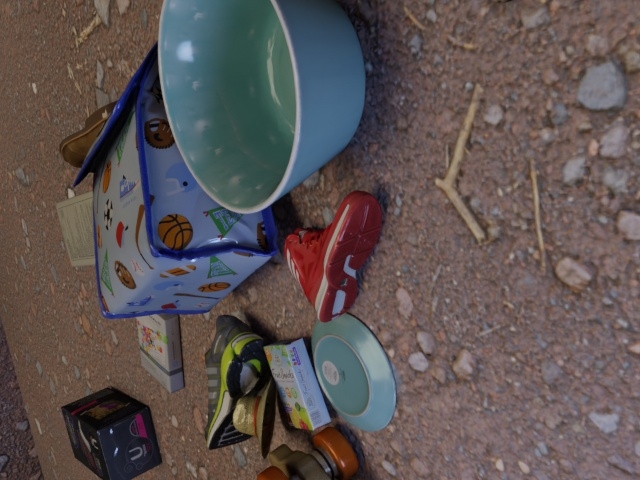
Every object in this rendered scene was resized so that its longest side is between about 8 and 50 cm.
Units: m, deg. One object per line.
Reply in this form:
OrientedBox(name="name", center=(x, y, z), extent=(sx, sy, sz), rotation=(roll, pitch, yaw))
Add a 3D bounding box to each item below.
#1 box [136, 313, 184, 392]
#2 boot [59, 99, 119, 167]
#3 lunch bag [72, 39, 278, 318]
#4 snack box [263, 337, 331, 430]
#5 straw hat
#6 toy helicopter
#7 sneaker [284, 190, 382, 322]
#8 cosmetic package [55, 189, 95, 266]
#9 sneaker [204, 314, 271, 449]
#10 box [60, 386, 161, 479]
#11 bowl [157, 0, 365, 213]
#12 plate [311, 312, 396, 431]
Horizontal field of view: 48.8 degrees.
OrientedBox(name="box", center=(-0.359, 0.225, 1.573), extent=(0.145, 0.038, 0.186), rotation=(27, 124, 45))
OrientedBox(name="boot", center=(-0.458, -0.189, 1.482), extent=(0.305, 0.112, 0.115), rotation=(-18, 100, 52))
OrientedBox(name="lunch bag", center=(-0.252, -0.101, 1.139), extent=(0.328, 0.238, 0.386), rotation=(-35, 60, 54))
OrientedBox(name="snack box", center=(-0.039, 0.231, 1.139), extent=(0.100, 0.037, 0.141), rotation=(-22, 86, 62))
OrientedBox(name="straw hat", center=(-0.115, 0.296, 1.191), extent=(0.061, 0.144, 0.145), rotation=(5, 115, 6))
OrientedBox(name="toy helicopter", center=(-0.024, 0.449, 1.178), extent=(0.235, 0.140, 0.355), rotation=(60, 154, 2))
OrientedBox(name="sneaker", center=(0.000, 0.000, 0.960), extent=(0.128, 0.087, 0.221), rotation=(45, 135, 31))
OrientedBox(name="cosmetic package", center=(-0.462, -0.033, 1.538), extent=(0.309, 0.113, 0.160), rotation=(-4, 101, 54))
OrientedBox(name="sneaker", center=(-0.160, 0.260, 1.283), extent=(0.121, 0.111, 0.300), rotation=(51, 135, 43))
OrientedBox(name="box", center=(-0.553, 0.510, 1.858), extent=(0.270, 0.143, 0.165), rotation=(5, 110, 52))
OrientedBox(name="bowl", center=(-0.059, -0.202, 0.887), extent=(0.311, 0.163, 0.312), rotation=(26, 124, 46))
OrientedBox(name="plate", center=(0.038, 0.197, 1.043), extent=(0.188, 0.024, 0.188), rotation=(26, 125, 45))
